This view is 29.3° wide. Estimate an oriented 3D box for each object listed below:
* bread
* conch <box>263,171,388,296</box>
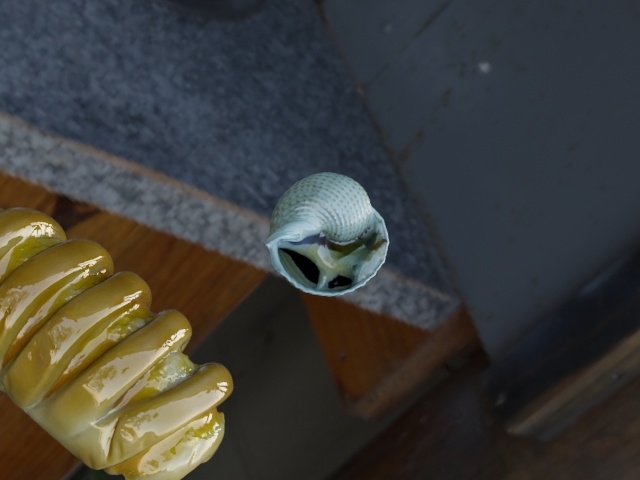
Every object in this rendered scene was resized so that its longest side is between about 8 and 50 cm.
[{"bbox_3d":[-0.208,0.081,1.070,0.311,0.121,0.173,36,25,9],"label":"bread"},{"bbox_3d":[0.000,0.001,0.747,0.085,0.056,0.076,-35,84,-24],"label":"conch"}]
